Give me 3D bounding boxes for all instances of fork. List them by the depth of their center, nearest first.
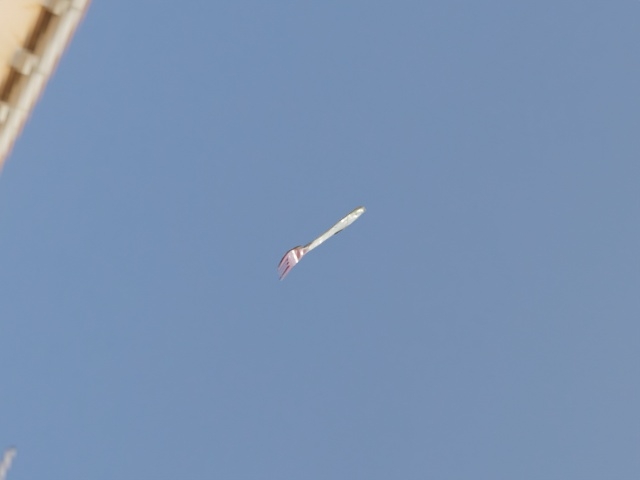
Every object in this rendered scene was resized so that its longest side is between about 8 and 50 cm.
[{"bbox_3d":[-0.001,0.000,1.325,0.012,0.115,0.016,21,-45,37],"label":"fork"}]
